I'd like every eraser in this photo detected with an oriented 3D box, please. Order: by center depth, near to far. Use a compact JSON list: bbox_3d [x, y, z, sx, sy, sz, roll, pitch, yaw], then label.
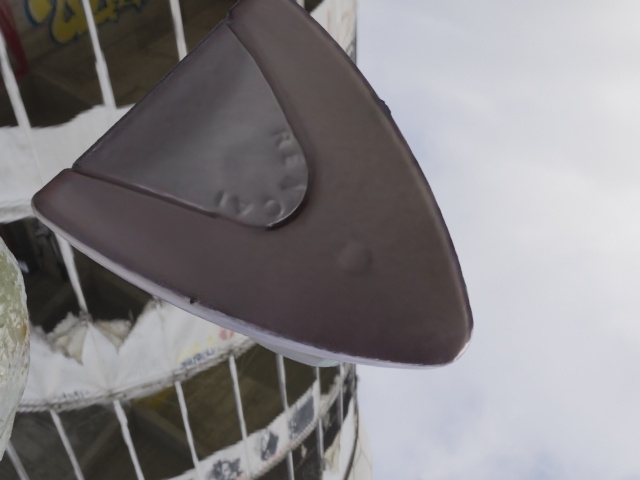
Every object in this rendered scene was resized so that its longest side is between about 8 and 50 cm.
[{"bbox_3d":[-0.012,-0.009,0.483,0.243,0.059,0.204,43,-114,-5],"label":"eraser"}]

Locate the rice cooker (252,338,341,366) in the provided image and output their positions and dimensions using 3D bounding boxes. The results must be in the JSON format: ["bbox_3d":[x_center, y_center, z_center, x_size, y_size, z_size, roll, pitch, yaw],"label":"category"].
[{"bbox_3d":[0.000,0.000,0.672,0.127,0.145,0.206,12,-100,-14],"label":"rice cooker"}]

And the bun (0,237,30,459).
[{"bbox_3d":[-0.263,0.065,0.390,0.239,0.238,0.141,4,-171,6],"label":"bun"}]
